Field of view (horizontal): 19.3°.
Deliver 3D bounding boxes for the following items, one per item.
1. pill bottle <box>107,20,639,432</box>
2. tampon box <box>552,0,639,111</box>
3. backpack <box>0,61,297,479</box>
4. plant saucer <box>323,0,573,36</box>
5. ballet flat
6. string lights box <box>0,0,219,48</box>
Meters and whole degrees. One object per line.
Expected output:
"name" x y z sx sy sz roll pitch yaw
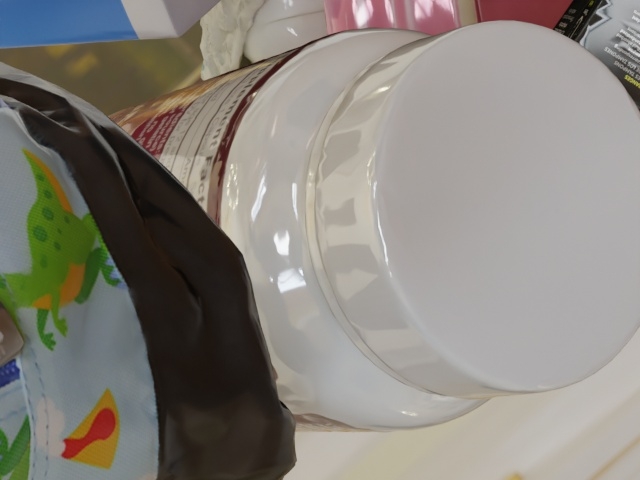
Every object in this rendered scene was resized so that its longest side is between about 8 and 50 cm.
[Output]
"pill bottle" 0.000 0.000 1.093 0.224 0.224 0.392 45 154 -21
"tampon box" 0.224 -0.151 1.135 0.101 0.161 0.120 33 -172 -4
"backpack" -0.223 0.049 0.420 0.355 0.290 0.273 -40 -62 -49
"plant saucer" 0.134 -0.170 1.318 0.084 0.332 0.332 -2 150 39
"ballet flat" -0.020 -0.108 1.448 0.147 0.409 0.147 7 -140 -6
"string lights box" -0.171 -0.195 1.273 0.133 0.259 0.077 -48 -53 -41
